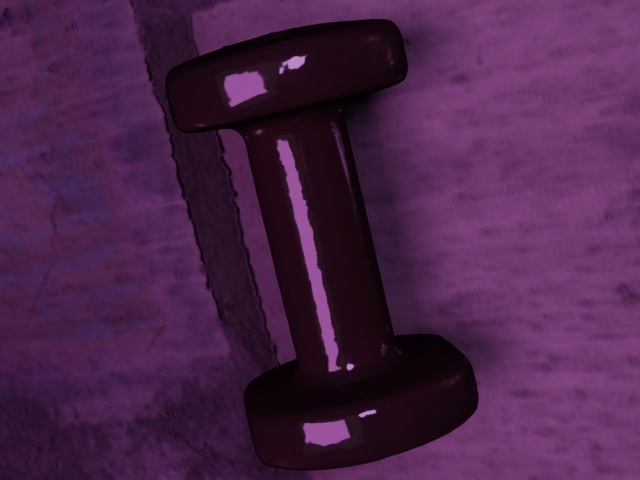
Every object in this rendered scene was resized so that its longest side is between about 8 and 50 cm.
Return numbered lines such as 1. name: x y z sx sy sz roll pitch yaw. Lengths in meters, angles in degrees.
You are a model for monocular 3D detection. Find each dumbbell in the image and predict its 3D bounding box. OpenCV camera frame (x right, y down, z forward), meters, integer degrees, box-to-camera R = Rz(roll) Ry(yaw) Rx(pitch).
1. dumbbell: 0.000 0.000 0.605 0.124 0.140 0.225 -14 100 -6
